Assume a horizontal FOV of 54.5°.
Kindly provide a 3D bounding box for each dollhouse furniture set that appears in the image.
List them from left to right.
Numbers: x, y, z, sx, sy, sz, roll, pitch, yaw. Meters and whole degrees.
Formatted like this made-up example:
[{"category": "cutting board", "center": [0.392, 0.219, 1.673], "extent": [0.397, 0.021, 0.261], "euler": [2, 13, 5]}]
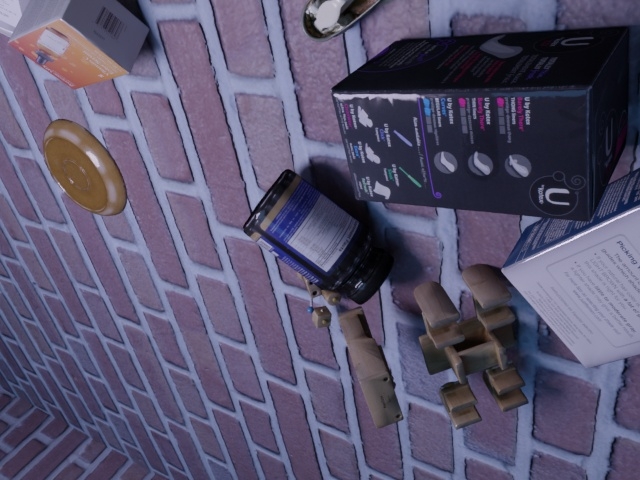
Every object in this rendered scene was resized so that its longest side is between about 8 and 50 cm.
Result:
[{"category": "dollhouse furniture set", "center": [0.168, 0.158, 0.948], "extent": [0.242, 0.161, 0.212], "euler": [-19, 119, 0]}]

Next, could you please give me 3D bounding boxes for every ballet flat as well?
[{"category": "ballet flat", "center": [0.053, -0.295, 0.711], "extent": [0.072, 0.068, 0.213], "euler": [51, 139, -10]}]

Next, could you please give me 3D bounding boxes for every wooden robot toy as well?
[{"category": "wooden robot toy", "center": [-0.008, 0.066, 1.098], "extent": [0.079, 0.076, 0.173], "euler": [-130, 21, -54]}]

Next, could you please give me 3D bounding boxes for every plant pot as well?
[{"category": "plant pot", "center": [-0.517, -0.147, 1.338], "extent": [0.236, 0.032, 0.236], "euler": [23, 136, 24]}]

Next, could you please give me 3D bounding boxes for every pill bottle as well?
[{"category": "pill bottle", "center": [0.000, 0.000, 0.959], "extent": [0.219, 0.123, 0.123], "euler": [37, 141, -8]}]

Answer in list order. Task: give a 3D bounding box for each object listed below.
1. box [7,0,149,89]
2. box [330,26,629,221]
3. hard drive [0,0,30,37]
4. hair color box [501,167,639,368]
[{"category": "box", "center": [-0.385, -0.325, 0.988], "extent": [0.170, 0.091, 0.130], "euler": [-1, 155, 40]}, {"category": "box", "center": [0.174, -0.131, 0.679], "extent": [0.270, 0.165, 0.143], "euler": [9, 129, 35]}, {"category": "hard drive", "center": [-0.539, -0.502, 1.024], "extent": [0.237, 0.064, 0.339], "euler": [28, 137, 17]}, {"category": "hair color box", "center": [0.390, 0.006, 0.667], "extent": [0.174, 0.105, 0.347], "euler": [48, 140, -6]}]
